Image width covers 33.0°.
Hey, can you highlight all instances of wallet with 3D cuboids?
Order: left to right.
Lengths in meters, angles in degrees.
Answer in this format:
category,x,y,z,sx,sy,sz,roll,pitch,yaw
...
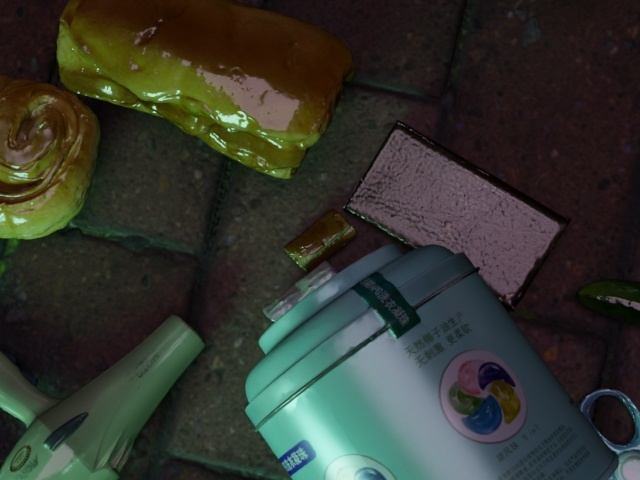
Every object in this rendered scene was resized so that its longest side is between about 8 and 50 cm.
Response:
category,x,y,z,sx,sy,sz,roll,pitch,yaw
wallet,0.163,-0.031,1.310,0.243,0.039,0.133,31,90,8

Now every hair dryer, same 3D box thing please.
category,x,y,z,sx,sy,sz,roll,pitch,yaw
hair dryer,-0.286,0.156,1.284,0.296,0.119,0.298,-27,67,-8

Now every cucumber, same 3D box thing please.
category,x,y,z,sx,sy,sz,roll,pitch,yaw
cucumber,0.424,0.093,1.264,0.250,0.056,0.056,20,82,8

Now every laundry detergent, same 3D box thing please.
category,x,y,z,sx,sy,sz,roll,pitch,yaw
laundry detergent,0.095,0.176,1.100,0.287,0.287,0.305,-36,81,-3

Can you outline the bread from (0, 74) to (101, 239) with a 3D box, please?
category,x,y,z,sx,sy,sz,roll,pitch,yaw
bread,-0.387,-0.102,1.312,0.236,0.120,0.198,12,80,6

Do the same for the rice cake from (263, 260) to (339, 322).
category,x,y,z,sx,sy,sz,roll,pitch,yaw
rice cake,0.061,0.167,1.274,0.106,0.050,0.298,-38,80,-2

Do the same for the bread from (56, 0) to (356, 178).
category,x,y,z,sx,sy,sz,roll,pitch,yaw
bread,-0.136,-0.212,1.275,0.344,0.149,0.195,23,49,6

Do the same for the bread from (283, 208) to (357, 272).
category,x,y,z,sx,sy,sz,roll,pitch,yaw
bread,0.000,0.000,1.314,0.083,0.036,0.047,-39,77,-6

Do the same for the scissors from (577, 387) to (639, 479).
category,x,y,z,sx,sy,sz,roll,pitch,yaw
scissors,0.387,0.286,1.243,0.256,0.030,0.125,40,84,12
